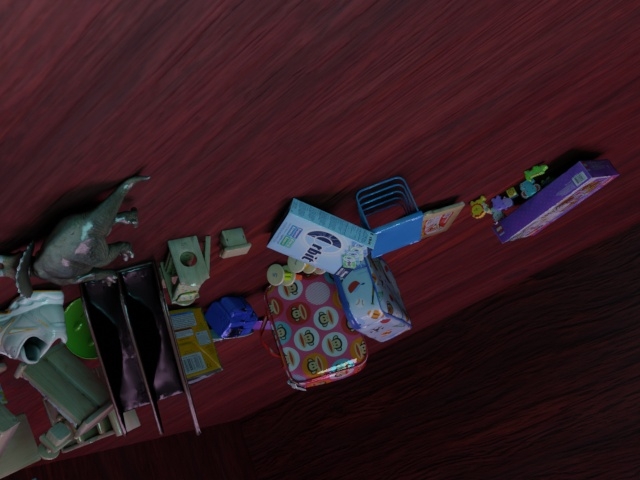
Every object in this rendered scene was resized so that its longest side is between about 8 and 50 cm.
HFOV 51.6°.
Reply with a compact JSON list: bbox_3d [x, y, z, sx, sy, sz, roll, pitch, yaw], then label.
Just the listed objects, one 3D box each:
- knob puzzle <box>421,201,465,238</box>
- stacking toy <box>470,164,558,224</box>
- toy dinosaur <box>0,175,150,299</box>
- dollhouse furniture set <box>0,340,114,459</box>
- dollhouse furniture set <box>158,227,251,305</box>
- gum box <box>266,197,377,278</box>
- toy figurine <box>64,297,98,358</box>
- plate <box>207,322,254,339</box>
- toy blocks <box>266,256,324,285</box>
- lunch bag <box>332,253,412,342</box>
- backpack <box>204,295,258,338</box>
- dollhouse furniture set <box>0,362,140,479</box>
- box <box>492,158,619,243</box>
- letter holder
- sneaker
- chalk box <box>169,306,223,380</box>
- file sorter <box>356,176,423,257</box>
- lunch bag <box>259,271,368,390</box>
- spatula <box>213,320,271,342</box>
[{"bbox_3d":[0.252,-0.041,1.687,0.213,0.030,0.213,-19,162,-7],"label":"knob puzzle"},{"bbox_3d":[0.514,-0.115,1.731,0.221,0.052,0.167,-31,159,26],"label":"stacking toy"},{"bbox_3d":[-0.370,0.011,1.019,0.313,0.121,0.160,-26,175,27],"label":"toy dinosaur"},{"bbox_3d":[-0.629,0.335,1.449,0.174,0.303,0.355,-53,172,26],"label":"dollhouse furniture set"},{"bbox_3d":[-0.234,0.069,1.352,0.161,0.101,0.182,-12,159,-26],"label":"dollhouse furniture set"},{"bbox_3d":[0.000,0.000,1.356,0.184,0.041,0.157,23,148,-9],"label":"gum box"},{"bbox_3d":[-0.443,0.162,1.427,0.173,0.130,0.159,-50,171,7],"label":"toy figurine"},{"bbox_3d":[-0.277,0.244,1.825,0.188,0.024,0.188,-2,-177,0],"label":"plate"},{"bbox_3d":[-0.045,0.072,1.643,0.123,0.054,0.148,-32,159,27],"label":"toy blocks"},{"bbox_3d":[0.124,0.123,1.689,0.115,0.243,0.303,-26,155,12],"label":"lunch bag"},{"bbox_3d":[-0.221,0.199,1.737,0.120,0.098,0.101,8,126,-53],"label":"backpack"},{"bbox_3d":[-0.660,0.444,1.506,0.256,0.362,0.394,-27,173,34],"label":"dollhouse furniture set"},{"bbox_3d":[0.617,-0.103,1.746,0.201,0.057,0.293,-9,154,-48],"label":"box"},{"bbox_3d":[-0.339,0.224,1.255,0.152,0.302,0.214,-15,-160,-16],"label":"letter holder"},{"bbox_3d":[-0.594,0.191,1.270,0.262,0.121,0.099,-26,162,22],"label":"sneaker"},{"bbox_3d":[-0.422,0.307,1.678,0.289,0.179,0.180,-31,164,35],"label":"chalk box"},{"bbox_3d":[0.146,-0.049,1.431,0.118,0.104,0.170,-20,161,0],"label":"file sorter"},{"bbox_3d":[-0.030,0.231,1.729,0.258,0.293,0.120,-16,160,-4],"label":"lunch bag"},{"bbox_3d":[-0.274,0.285,2.024,0.296,0.030,0.084,-14,159,-21],"label":"spatula"}]
